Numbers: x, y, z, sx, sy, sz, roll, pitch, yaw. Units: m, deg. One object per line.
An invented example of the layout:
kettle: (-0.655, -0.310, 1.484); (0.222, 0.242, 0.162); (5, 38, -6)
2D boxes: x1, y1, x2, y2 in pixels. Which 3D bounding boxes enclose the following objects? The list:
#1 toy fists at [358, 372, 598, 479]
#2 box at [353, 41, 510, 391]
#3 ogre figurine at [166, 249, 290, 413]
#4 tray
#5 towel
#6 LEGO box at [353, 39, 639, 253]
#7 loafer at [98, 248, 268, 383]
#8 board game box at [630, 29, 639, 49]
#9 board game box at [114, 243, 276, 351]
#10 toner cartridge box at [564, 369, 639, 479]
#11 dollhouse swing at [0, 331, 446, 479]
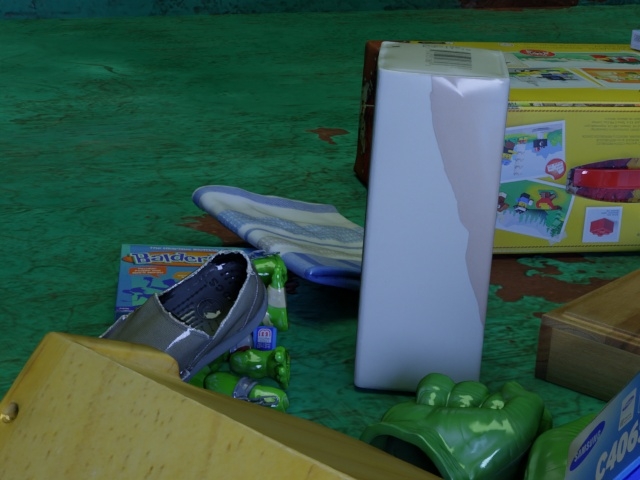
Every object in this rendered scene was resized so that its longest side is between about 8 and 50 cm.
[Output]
toy fists: (0.168, 0.181, 1.239); (0.279, 0.096, 0.142); (17, 22, 38)
box: (0.103, -0.022, 1.488); (0.121, 0.311, 0.148); (4, 19, 2)
ogre figurine: (-0.088, 0.091, 1.454); (0.118, 0.197, 0.097); (-6, -26, 3)
tray: (0.418, 0.082, 1.619); (0.203, 0.076, 0.411); (17, 24, 35)
towel: (0.000, 0.000, 1.764); (0.209, 0.034, 0.285); (9, 14, -34)
LEGO box: (0.335, -0.131, 2.042); (0.500, 0.193, 0.372); (-1, 19, -14)
loafer: (-0.144, 0.087, 1.339); (0.094, 0.087, 0.251); (35, 58, 19)
board game box: (0.516, -0.264, 2.131); (0.103, 0.026, 0.154); (-8, 21, -33)
board game box: (-0.131, 0.058, 1.616); (0.160, 0.047, 0.210); (1, 17, -7)
toner cartridge box: (0.351, 0.182, 1.028); (0.348, 0.165, 0.075); (18, 56, -6)
dollhouse swing: (-0.033, 0.247, 1.026); (0.347, 0.315, 0.305); (20, -18, 39)
